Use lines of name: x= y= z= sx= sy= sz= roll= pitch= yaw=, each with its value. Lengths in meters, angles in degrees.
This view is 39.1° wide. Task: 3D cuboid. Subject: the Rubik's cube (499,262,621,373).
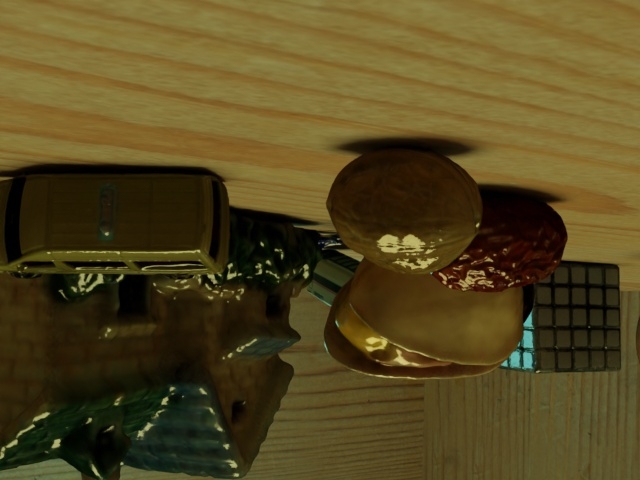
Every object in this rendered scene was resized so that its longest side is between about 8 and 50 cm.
Rubik's cube: x=0.493 y=0.169 z=1.972 sx=0.238 sy=0.237 sz=0.237 roll=4 pitch=176 yaw=-23

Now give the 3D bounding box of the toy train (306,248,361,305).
toy train: x=0.089 y=0.096 z=1.594 sx=0.086 sy=0.088 sz=0.407 roll=-4 pitch=-167 yaw=-23

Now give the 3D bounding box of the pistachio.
pistachio: x=0.159 y=0.102 z=1.317 sx=0.309 sy=0.230 sz=0.230 roll=-7 pitch=180 yaw=-31

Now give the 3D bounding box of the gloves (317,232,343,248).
gloves: x=0.000 y=0.000 z=1.424 sx=0.086 sy=0.026 sz=0.064 roll=1 pitch=173 yaw=12

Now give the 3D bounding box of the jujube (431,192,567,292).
jujube: x=0.186 y=0.000 z=0.944 sx=0.176 sy=0.109 sz=0.112 roll=-4 pitch=-144 yaw=-40

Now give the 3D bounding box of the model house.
model house: x=-0.258 y=0.155 z=1.215 sx=0.395 sy=0.400 sz=0.445 roll=2 pitch=175 yaw=29

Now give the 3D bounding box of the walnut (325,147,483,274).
walnut: x=0.064 y=-0.025 z=0.706 sx=0.124 sy=0.105 sz=0.105 roll=5 pitch=177 yaw=21

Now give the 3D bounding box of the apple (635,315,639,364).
apple: x=0.755 y=0.199 z=1.613 sx=0.364 sy=0.364 sz=0.364 roll=2 pitch=175 yaw=0

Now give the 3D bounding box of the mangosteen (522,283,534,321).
mangosteen: x=0.256 y=0.082 z=1.543 sx=0.194 sy=0.194 sz=0.230 roll=4 pitch=-150 yaw=-27

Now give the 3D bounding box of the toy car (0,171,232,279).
toy car: x=-0.221 y=-0.018 z=0.883 sx=0.257 sy=0.101 sz=0.124 roll=0 pitch=171 yaw=4
